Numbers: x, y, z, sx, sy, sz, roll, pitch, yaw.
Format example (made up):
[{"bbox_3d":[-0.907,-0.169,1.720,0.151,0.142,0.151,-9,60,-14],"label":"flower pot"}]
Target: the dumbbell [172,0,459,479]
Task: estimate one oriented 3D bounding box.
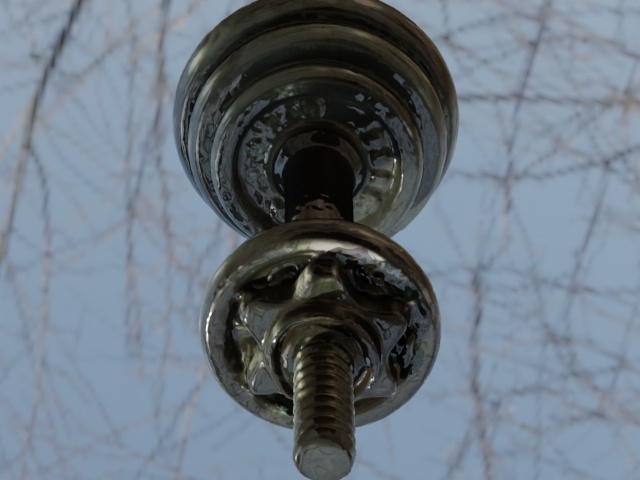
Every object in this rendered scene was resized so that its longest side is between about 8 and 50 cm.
[{"bbox_3d":[0.000,0.000,0.671,0.110,0.110,0.254,10,-149,-7],"label":"dumbbell"}]
